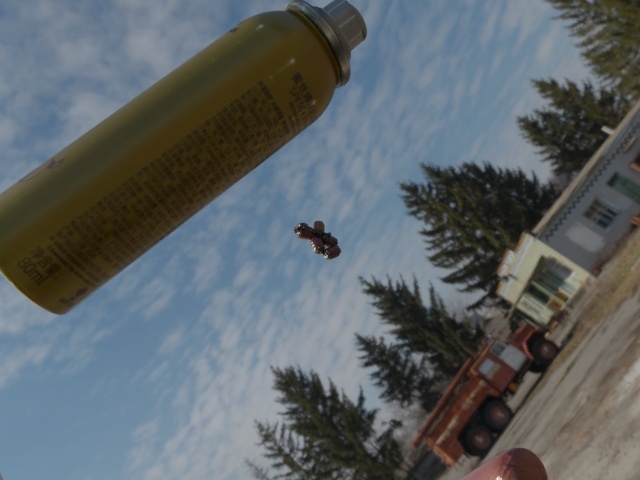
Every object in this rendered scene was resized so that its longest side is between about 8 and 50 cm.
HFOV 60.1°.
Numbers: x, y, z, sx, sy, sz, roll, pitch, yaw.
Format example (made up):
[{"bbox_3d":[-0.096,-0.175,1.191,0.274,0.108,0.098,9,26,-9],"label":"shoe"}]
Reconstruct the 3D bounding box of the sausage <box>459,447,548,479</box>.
[{"bbox_3d":[0.196,0.280,0.616,0.062,0.062,0.154,-37,-20,-34],"label":"sausage"}]

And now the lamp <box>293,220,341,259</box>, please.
[{"bbox_3d":[0.000,0.000,0.960,0.063,0.083,0.031,-20,-29,-37],"label":"lamp"}]

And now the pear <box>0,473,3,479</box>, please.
[{"bbox_3d":[-0.367,0.233,0.345,0.314,0.314,0.314,-43,-24,-24],"label":"pear"}]

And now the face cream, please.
[{"bbox_3d":[-0.103,-0.088,0.461,0.348,0.105,0.105,-39,-24,-10],"label":"face cream"}]
